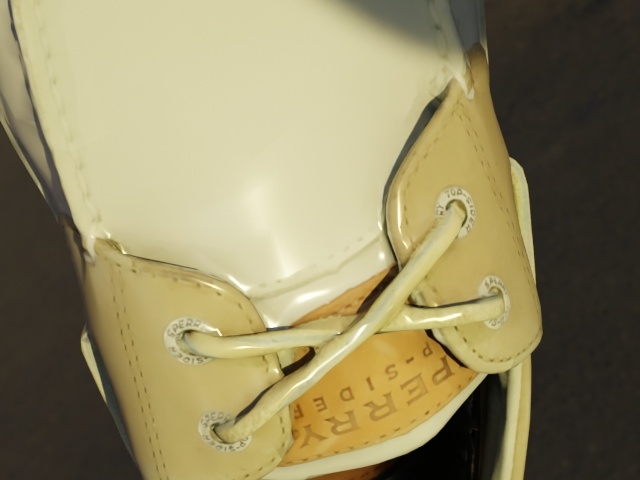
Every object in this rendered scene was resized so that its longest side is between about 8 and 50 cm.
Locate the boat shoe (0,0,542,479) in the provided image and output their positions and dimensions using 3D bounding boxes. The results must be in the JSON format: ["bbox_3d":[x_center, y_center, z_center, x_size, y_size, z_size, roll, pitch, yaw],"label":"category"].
[{"bbox_3d":[0.000,0.000,0.407,0.113,0.302,0.103,-23,52,-3],"label":"boat shoe"}]
